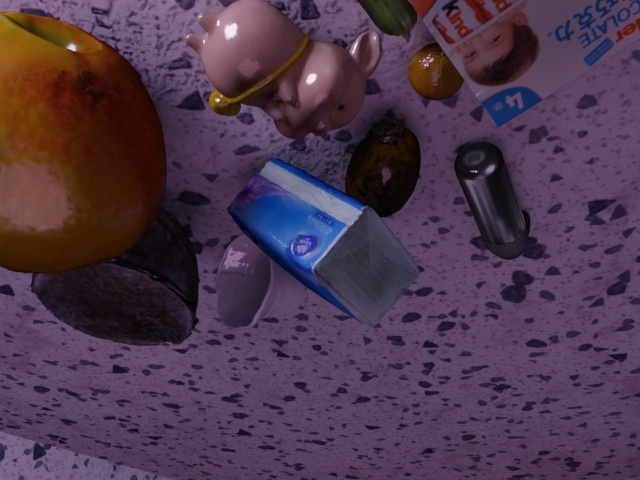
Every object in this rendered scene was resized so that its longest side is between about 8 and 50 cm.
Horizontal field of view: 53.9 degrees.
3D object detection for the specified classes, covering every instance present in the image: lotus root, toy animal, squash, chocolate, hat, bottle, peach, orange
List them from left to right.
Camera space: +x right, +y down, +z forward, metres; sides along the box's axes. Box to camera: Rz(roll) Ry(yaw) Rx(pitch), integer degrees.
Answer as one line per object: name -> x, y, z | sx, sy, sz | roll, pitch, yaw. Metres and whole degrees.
peach -> -0.391, -0.117, 0.879 | 0.372, 0.290, 0.373 | -4, 125, -6
chocolate -> -0.350, 0.039, 1.169 | 0.303, 0.213, 0.303 | 5, 143, 4
hat -> -0.109, 0.087, 1.260 | 0.126, 0.203, 0.203 | 11, 147, -39
toy animal -> -0.057, -0.225, 0.841 | 0.248, 0.149, 0.165 | 18, 159, -27
squash -> 0.044, -0.335, 0.741 | 0.066, 0.066, 0.229 | -19, 137, 29
lotus root -> 0.099, -0.102, 0.999 | 0.120, 0.120, 0.209 | 7, 142, -2
orange -> 0.160, -0.231, 0.857 | 0.085, 0.085, 0.085 | 4, 143, 3
bottle -> 0.300, -0.063, 1.068 | 0.096, 0.079, 0.254 | -40, 134, -5

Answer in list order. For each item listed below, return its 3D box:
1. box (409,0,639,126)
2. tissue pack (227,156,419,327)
box -> 0.264, -0.296, 0.736 | 0.273, 0.048, 0.265 | -33, 131, 22
tissue pack -> 0.000, 0.000, 1.026 | 0.263, 0.146, 0.198 | 34, 171, 47
